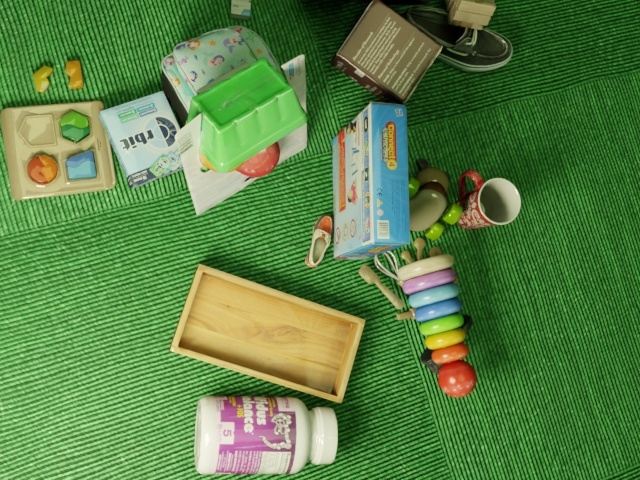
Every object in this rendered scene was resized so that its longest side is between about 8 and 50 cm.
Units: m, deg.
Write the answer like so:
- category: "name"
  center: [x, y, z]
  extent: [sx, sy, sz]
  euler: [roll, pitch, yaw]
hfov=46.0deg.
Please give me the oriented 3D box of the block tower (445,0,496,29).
- category: "block tower"
  center: [0.368, -0.679, 1.919]
  extent: [0.097, 0.091, 0.336]
  euler: [8, 56, -10]

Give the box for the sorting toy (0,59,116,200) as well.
- category: "sorting toy"
  center: [-0.600, -0.254, 1.705]
  extent: [0.228, 0.041, 0.308]
  euler: [-9, 85, -15]

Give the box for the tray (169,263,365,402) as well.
- category: "tray"
  center: [-0.120, 0.219, 1.747]
  extent: [0.410, 0.076, 0.203]
  euler: [20, 78, -12]

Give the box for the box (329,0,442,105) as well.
- category: "box"
  center: [0.156, -0.452, 1.841]
  extent: [0.203, 0.168, 0.167]
  euler: [34, 93, -7]

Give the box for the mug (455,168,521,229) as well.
- category: "mug"
  center: [0.403, -0.100, 1.873]
  extent: [0.113, 0.169, 0.150]
  euler: [-9, 84, -15]

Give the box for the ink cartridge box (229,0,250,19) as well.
- category: "ink cartridge box"
  center: [-0.197, -0.591, 1.859]
  extent: [0.048, 0.028, 0.083]
  euler: [4, 82, -14]

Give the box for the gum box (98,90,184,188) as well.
- category: "gum box"
  center: [-0.400, -0.233, 1.740]
  extent: [0.156, 0.041, 0.185]
  euler: [-25, 91, -25]

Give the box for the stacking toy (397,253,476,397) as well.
- category: "stacking toy"
  center: [0.291, 0.205, 1.782]
  extent: [0.141, 0.141, 0.331]
  euler: [-14, 83, -16]

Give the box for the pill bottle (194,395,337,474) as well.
- category: "pill bottle"
  center: [-0.121, 0.430, 1.667]
  extent: [0.301, 0.169, 0.170]
  euler: [4, 82, -14]

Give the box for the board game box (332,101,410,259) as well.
- category: "board game box"
  center: [0.109, -0.123, 1.733]
  extent: [0.086, 0.302, 0.309]
  euler: [1, 83, -14]

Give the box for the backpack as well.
- category: "backpack"
  center: [-0.221, -0.375, 1.747]
  extent: [0.253, 0.191, 0.225]
  euler: [-27, 82, -21]

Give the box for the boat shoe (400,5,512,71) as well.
- category: "boat shoe"
  center: [0.354, -0.519, 1.943]
  extent: [0.334, 0.119, 0.121]
  euler: [7, 81, -13]

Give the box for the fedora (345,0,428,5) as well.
- category: "fedora"
  center: [0.117, -0.655, 1.795]
  extent: [0.333, 0.334, 0.153]
  euler: [3, 102, -14]

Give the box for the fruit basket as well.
- category: "fruit basket"
  center: [-0.167, -0.229, 1.667]
  extent: [0.327, 0.353, 0.165]
  euler: [-34, 75, -15]

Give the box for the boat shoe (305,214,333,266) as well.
- category: "boat shoe"
  center: [0.000, 0.000, 1.822]
  extent: [0.049, 0.043, 0.137]
  euler: [22, 76, -8]

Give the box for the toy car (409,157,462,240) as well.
- category: "toy car"
  center: [0.267, -0.126, 1.886]
  extent: [0.155, 0.149, 0.188]
  euler: [30, 48, -11]

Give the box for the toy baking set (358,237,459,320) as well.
- category: "toy baking set"
  center: [0.222, 0.102, 1.874]
  extent: [0.256, 0.030, 0.197]
  euler: [-16, 81, -22]

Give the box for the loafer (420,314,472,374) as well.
- category: "loafer"
  center: [0.320, 0.256, 1.867]
  extent: [0.170, 0.062, 0.061]
  euler: [-44, 114, -10]
